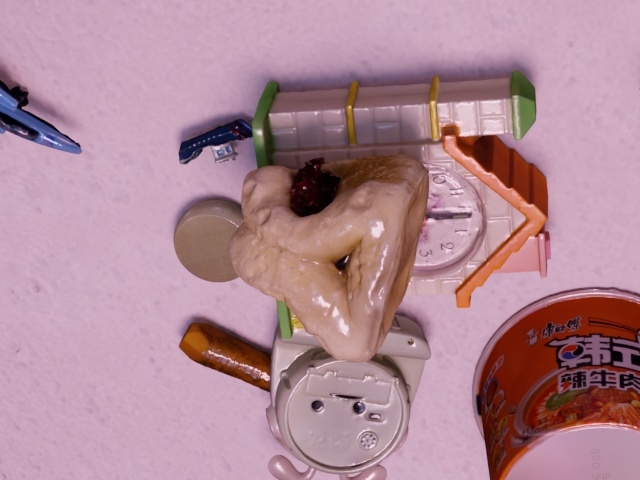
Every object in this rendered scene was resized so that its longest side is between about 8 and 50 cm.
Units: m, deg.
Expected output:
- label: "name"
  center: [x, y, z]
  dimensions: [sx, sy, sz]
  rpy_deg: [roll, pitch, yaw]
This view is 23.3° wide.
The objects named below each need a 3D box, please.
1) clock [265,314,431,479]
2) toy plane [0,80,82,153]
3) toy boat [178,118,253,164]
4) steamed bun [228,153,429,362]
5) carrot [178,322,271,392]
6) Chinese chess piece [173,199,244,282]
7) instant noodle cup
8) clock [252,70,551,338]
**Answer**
- label: "clock"
  center: [0.022, 0.162, 1.529]
  dimensions: [0.151, 0.062, 0.191]
  rpy_deg: [7, 107, -9]
- label: "toy plane"
  center: [-0.330, -0.145, 1.440]
  dimensions: [0.246, 0.078, 0.169]
  rpy_deg: [24, 118, -12]
- label: "toy boat"
  center: [-0.096, -0.088, 1.456]
  dimensions: [0.083, 0.038, 0.038]
  rpy_deg: [-20, 113, 17]
- label: "steamed bun"
  center: [0.000, 0.000, 1.326]
  dimensions: [0.155, 0.141, 0.172]
  rpy_deg: [16, 113, 10]
- label: "carrot"
  center: [-0.060, 0.131, 1.566]
  dimensions: [0.170, 0.042, 0.042]
  rpy_deg: [26, 118, -9]
- label: "Chinese chess piece"
  center: [-0.101, 0.000, 1.506]
  dimensions: [0.084, 0.034, 0.084]
  rpy_deg: [4, 119, 8]
- label: "instant noodle cup"
  center: [0.265, 0.200, 1.468]
  dimensions: [0.250, 0.192, 0.250]
  rpy_deg: [3, 118, 6]
- label: "clock"
  center: [0.079, -0.035, 1.420]
  dimensions: [0.255, 0.106, 0.220]
  rpy_deg: [-3, 117, 9]
